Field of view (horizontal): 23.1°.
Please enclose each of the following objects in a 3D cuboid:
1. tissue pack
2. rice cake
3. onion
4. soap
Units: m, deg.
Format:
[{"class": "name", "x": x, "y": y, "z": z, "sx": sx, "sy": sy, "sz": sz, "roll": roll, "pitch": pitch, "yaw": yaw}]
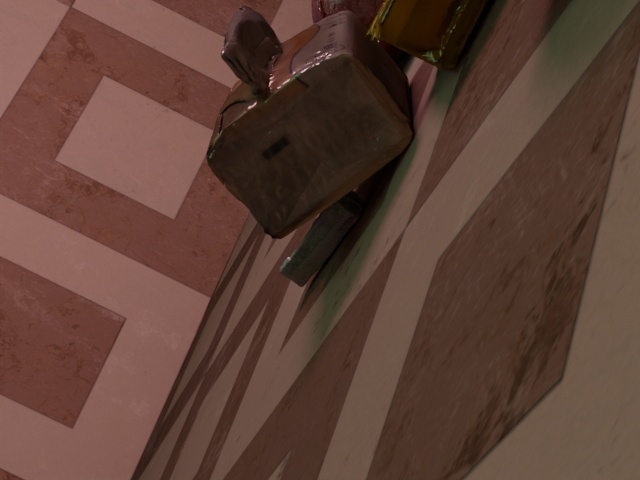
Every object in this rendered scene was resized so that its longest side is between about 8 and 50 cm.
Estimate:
[{"class": "tissue pack", "x": -0.031, "y": -0.176, "z": 1.863, "sx": 0.238, "sy": 0.239, "sz": 0.305, "roll": -62, "pitch": 7, "yaw": 17}, {"class": "rice cake", "x": 0.000, "y": 0.000, "z": 1.916, "sx": 0.034, "sy": 0.043, "sz": 0.211, "roll": -58, "pitch": 2, "yaw": -35}, {"class": "onion", "x": 0.069, "y": -0.293, "z": 2.190, "sx": 0.159, "sy": 0.159, "sz": 0.194, "roll": 137, "pitch": 125, "yaw": -74}, {"class": "soap", "x": 0.165, "y": -0.341, "z": 1.704, "sx": 0.324, "sy": 0.096, "sz": 0.204, "roll": -62, "pitch": 4, "yaw": 8}]
